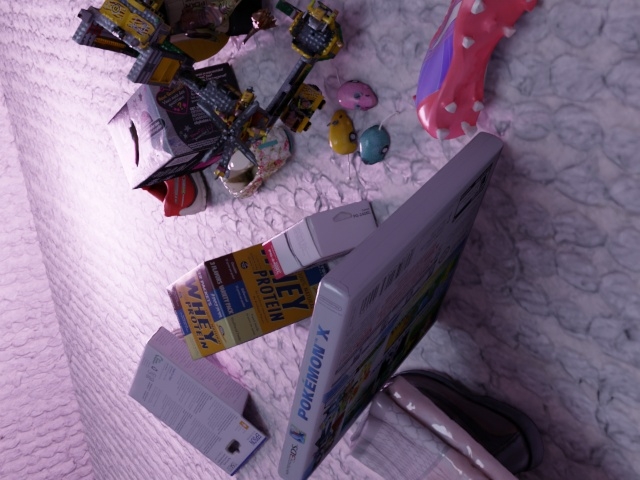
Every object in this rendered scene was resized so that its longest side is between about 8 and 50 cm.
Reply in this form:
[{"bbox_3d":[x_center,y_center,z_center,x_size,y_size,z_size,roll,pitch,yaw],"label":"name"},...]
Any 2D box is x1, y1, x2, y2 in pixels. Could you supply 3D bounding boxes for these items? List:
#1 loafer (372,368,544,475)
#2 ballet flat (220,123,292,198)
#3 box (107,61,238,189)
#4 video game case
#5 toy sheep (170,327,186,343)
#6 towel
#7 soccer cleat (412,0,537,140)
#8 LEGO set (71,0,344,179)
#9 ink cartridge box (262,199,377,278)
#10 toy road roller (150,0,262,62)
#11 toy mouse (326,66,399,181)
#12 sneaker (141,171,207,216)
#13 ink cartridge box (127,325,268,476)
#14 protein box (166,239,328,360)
[{"bbox_3d":[0.151,0.245,1.022,0.302,0.095,0.109,3,110,57],"label":"loafer"},{"bbox_3d":[-0.127,-0.128,1.290,0.241,0.077,0.091,-37,75,59],"label":"ballet flat"},{"bbox_3d":[-0.257,-0.200,1.374,0.247,0.163,0.142,-20,90,59],"label":"box"},{"bbox_3d":[0.077,0.070,0.836,0.036,0.329,0.300,29,133,19],"label":"video game case"},{"bbox_3d":[-0.326,0.251,1.805,0.132,0.091,0.091,45,140,46],"label":"toy sheep"},{"bbox_3d":[0.169,0.321,0.929,0.317,0.053,0.332,42,159,14],"label":"towel"},{"bbox_3d":[0.151,-0.218,0.801,0.248,0.083,0.095,103,149,-41],"label":"soccer cleat"},{"bbox_3d":[-0.141,-0.263,0.967,0.331,0.192,0.255,43,103,1],"label":"LEGO set"},{"bbox_3d":[0.000,0.000,1.121,0.150,0.109,0.063,-27,82,59],"label":"ink cartridge box"},{"bbox_3d":[-0.239,-0.439,1.195,0.240,0.203,0.329,-159,56,-66],"label":"toy road roller"},{"bbox_3d":[0.051,-0.157,1.032,0.143,0.031,0.161,2,108,58],"label":"toy mouse"},{"bbox_3d":[-0.332,-0.158,1.560,0.279,0.118,0.107,53,144,28],"label":"sneaker"},{"bbox_3d":[-0.277,0.374,1.757,0.330,0.071,0.324,37,143,2],"label":"ink cartridge box"},{"bbox_3d":[-0.114,0.090,1.263,0.201,0.200,0.136,-29,81,58],"label":"protein box"}]
